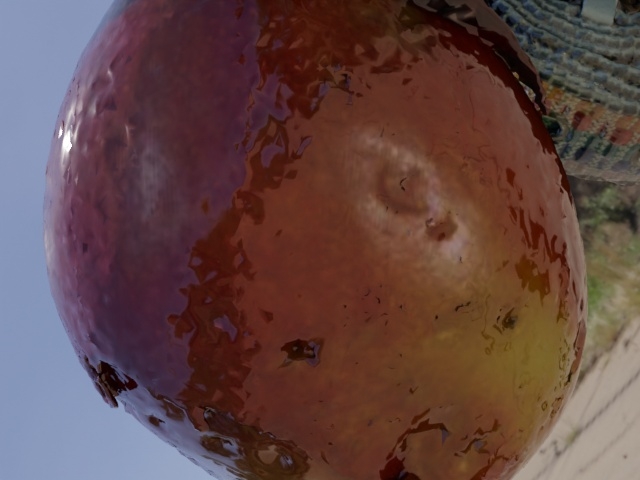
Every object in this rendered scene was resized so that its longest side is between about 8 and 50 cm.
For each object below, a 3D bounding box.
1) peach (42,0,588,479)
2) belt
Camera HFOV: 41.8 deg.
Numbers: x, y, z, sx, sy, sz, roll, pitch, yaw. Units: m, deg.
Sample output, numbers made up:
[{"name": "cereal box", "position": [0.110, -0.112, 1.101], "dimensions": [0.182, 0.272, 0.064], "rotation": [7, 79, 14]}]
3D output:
[{"name": "peach", "position": [0.000, 0.000, 0.593], "dimensions": [0.339, 0.417, 0.353], "rotation": [-21, 14, 38]}, {"name": "belt", "position": [0.243, -0.177, 0.758], "dimensions": [0.207, 0.295, 0.160], "rotation": [-50, -13, -27]}]
